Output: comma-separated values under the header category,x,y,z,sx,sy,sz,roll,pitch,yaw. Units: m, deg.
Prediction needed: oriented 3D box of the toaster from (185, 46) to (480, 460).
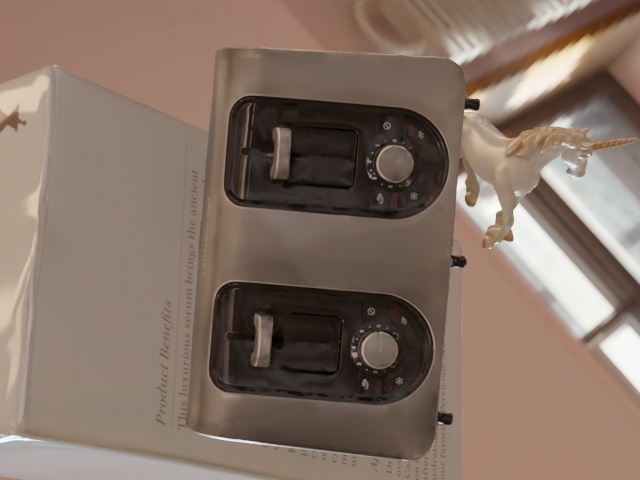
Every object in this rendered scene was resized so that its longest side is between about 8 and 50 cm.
category,x,y,z,sx,sy,sz,roll,pitch,yaw
toaster,0.000,0.000,0.692,0.185,0.110,0.168,-152,-113,-85

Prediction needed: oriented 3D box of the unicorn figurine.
category,x,y,z,sx,sy,sz,roll,pitch,yaw
unicorn figurine,0.137,-0.054,1.134,0.060,0.162,0.111,-26,139,-48

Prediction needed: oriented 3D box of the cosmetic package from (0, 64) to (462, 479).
category,x,y,z,sx,sy,sz,roll,pitch,yaw
cosmetic package,-0.084,0.067,1.090,0.161,0.230,0.453,-12,158,36
